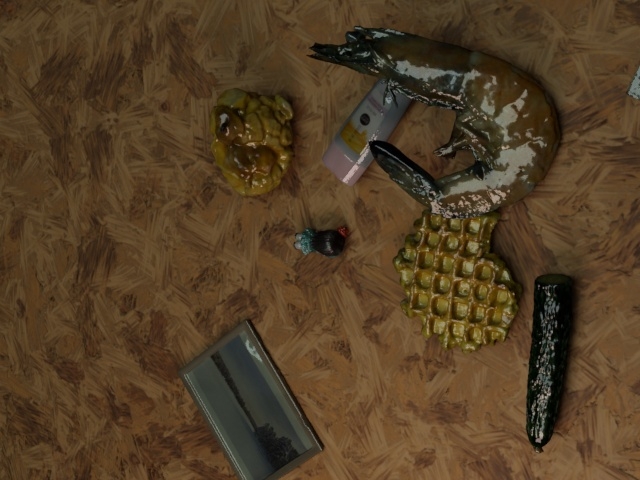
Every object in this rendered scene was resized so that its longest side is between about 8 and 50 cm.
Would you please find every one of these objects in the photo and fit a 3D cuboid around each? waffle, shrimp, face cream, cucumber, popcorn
[{"bbox_3d":[0.239,0.062,1.906,0.253,0.056,0.249,48,118,19],"label":"waffle"},{"bbox_3d":[0.167,-0.203,1.856,0.445,0.085,0.272,27,103,9],"label":"shrimp"},{"bbox_3d":[0.081,-0.193,1.966,0.084,0.057,0.198,46,116,22],"label":"face cream"},{"bbox_3d":[0.368,0.202,1.841,0.067,0.067,0.294,9,103,30],"label":"cucumber"},{"bbox_3d":[-0.125,-0.187,2.051,0.140,0.163,0.194,11,135,49],"label":"popcorn"}]

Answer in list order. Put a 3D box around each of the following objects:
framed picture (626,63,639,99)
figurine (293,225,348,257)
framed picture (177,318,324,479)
[{"bbox_3d":[0.611,-0.299,1.651,0.231,0.018,0.293,32,112,24],"label":"framed picture"},{"bbox_3d":[0.000,0.000,2.053,0.106,0.047,0.060,4,63,38],"label":"figurine"},{"bbox_3d":[-0.139,0.326,2.195,0.213,0.016,0.289,-38,77,30],"label":"framed picture"}]
